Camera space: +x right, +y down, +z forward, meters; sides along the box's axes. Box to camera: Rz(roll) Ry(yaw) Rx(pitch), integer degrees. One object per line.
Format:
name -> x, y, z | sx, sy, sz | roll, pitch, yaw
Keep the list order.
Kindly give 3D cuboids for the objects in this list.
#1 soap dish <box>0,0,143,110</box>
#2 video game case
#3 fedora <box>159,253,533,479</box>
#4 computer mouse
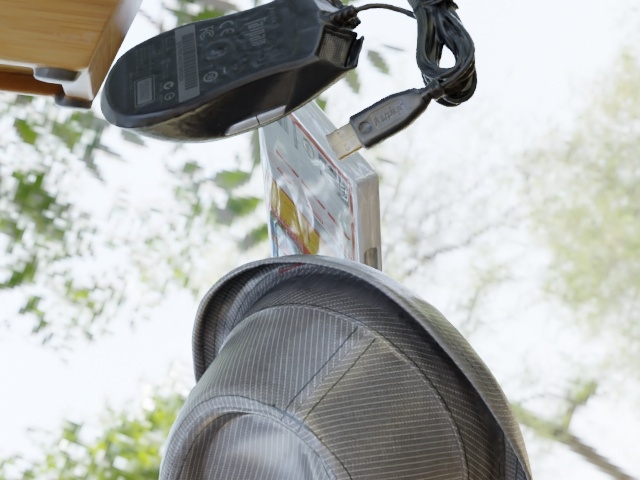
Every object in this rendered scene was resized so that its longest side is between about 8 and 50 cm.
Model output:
soap dish -> -0.239, -0.148, 0.824 | 0.229, 0.290, 0.118 | 179, 96, -82
video game case -> 0.000, 0.000, 1.359 | 0.025, 0.204, 0.285 | -20, -46, -18
fedora -> -0.007, 0.142, 0.866 | 0.124, 0.243, 0.275 | -41, -18, -39
computer mouse -> -0.015, -0.097, 1.011 | 0.184, 0.262, 0.060 | -107, -7, -46
